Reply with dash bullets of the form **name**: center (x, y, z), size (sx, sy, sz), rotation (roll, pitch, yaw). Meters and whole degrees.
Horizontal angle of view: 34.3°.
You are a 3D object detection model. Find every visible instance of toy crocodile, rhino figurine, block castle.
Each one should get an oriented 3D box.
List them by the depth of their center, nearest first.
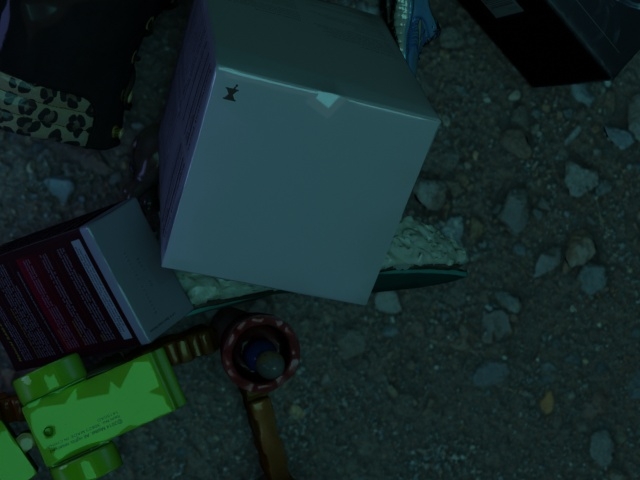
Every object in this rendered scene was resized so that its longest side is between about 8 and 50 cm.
- **toy crocodile**: center (-0.287, 0.197, 0.953), size (0.341, 0.105, 0.115), rotation (-28, 90, -14)
- **block castle**: center (-0.218, 0.272, 1.101), size (0.453, 0.213, 0.303), rotation (-17, 101, -16)
- **rhino figurine**: center (-0.103, -0.074, 1.177), size (0.243, 0.073, 0.106), rotation (3, 98, -20)

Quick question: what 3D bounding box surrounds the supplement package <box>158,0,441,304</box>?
- **supplement package**: center (-0.037, -0.105, 0.989), size (0.199, 0.262, 0.198), rotation (12, 119, -16)

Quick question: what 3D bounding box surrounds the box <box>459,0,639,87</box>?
- **box**: center (0.287, -0.410, 1.212), size (0.343, 0.179, 0.312), rotation (44, 81, -17)

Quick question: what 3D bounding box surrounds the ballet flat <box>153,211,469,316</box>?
- **ballet flat**: center (0.000, 0.000, 1.155), size (0.409, 0.147, 0.147), rotation (-5, 97, -34)

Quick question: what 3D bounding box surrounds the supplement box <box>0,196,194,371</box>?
- **supplement box**: center (-0.253, 0.050, 1.056), size (0.073, 0.239, 0.130), rotation (-39, 109, -47)

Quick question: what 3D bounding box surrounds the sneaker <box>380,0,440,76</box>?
- **sneaker**: center (0.113, -0.239, 1.235), size (0.073, 0.063, 0.162), rotation (1, 95, -21)

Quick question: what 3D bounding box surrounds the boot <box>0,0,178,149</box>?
- **boot**: center (-0.188, -0.242, 1.088), size (0.377, 0.138, 0.284), rotation (-1, 122, -51)
